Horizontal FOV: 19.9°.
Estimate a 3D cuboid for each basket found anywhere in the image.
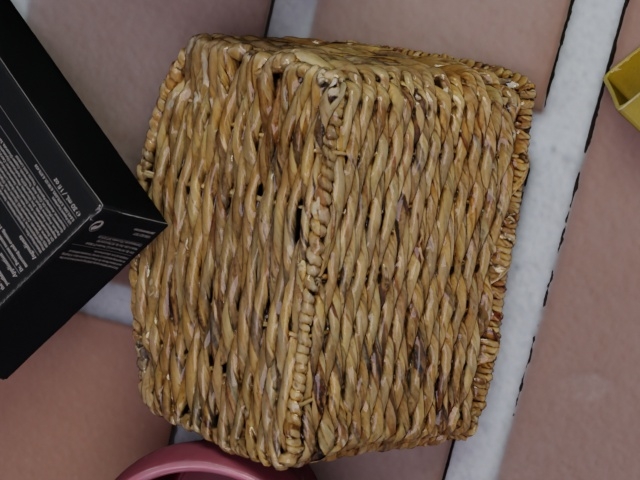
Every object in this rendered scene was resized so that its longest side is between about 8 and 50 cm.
[{"bbox_3d":[0.000,0.000,1.371,0.213,0.223,0.299,17,105,44],"label":"basket"}]

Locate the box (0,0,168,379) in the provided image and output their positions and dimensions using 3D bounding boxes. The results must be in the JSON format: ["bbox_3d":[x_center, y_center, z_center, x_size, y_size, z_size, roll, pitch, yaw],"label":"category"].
[{"bbox_3d":[-0.264,-0.055,1.352,0.184,0.103,0.261,-41,68,13],"label":"box"}]

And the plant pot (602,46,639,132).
[{"bbox_3d":[0.267,-0.102,1.324,0.081,0.081,0.083,-39,106,15],"label":"plant pot"}]

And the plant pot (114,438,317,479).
[{"bbox_3d":[-0.074,0.234,1.402,0.201,0.180,0.201,2,104,8],"label":"plant pot"}]
